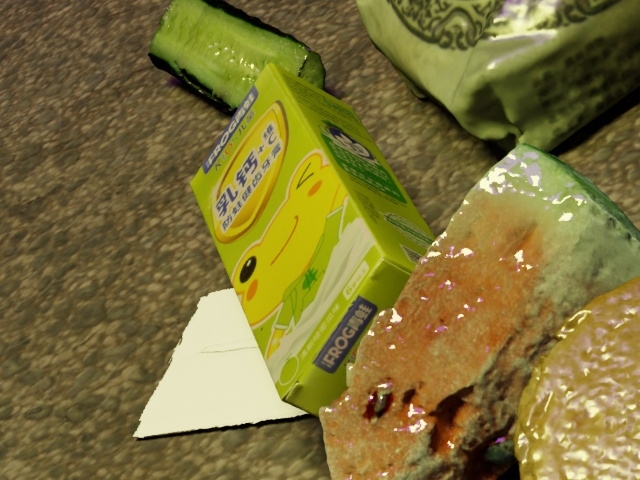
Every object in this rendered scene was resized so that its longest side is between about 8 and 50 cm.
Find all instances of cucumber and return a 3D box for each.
[{"bbox_3d":[-0.059,-0.144,1.619,0.211,0.062,0.078,32,98,50],"label":"cucumber"}]

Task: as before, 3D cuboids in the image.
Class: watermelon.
[{"bbox_3d":[0.092,0.071,1.114,0.241,0.154,0.094,-44,31,-1],"label":"watermelon"}]

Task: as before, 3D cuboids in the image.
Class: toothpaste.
[{"bbox_3d":[0.000,0.000,1.274,0.110,0.077,0.327,-57,25,15],"label":"toothpaste"}]

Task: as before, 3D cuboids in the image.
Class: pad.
[{"bbox_3d":[-0.005,0.065,1.305,0.232,0.004,0.156,-11,34,27],"label":"pad"}]

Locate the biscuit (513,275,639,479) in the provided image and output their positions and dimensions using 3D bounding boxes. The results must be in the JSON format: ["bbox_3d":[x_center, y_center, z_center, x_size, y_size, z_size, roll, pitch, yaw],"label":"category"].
[{"bbox_3d":[0.205,0.096,1.012,0.226,0.042,0.226,-12,47,13],"label":"biscuit"}]

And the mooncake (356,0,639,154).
[{"bbox_3d":[0.160,-0.193,1.431,0.254,0.136,0.250,-34,34,-8],"label":"mooncake"}]
